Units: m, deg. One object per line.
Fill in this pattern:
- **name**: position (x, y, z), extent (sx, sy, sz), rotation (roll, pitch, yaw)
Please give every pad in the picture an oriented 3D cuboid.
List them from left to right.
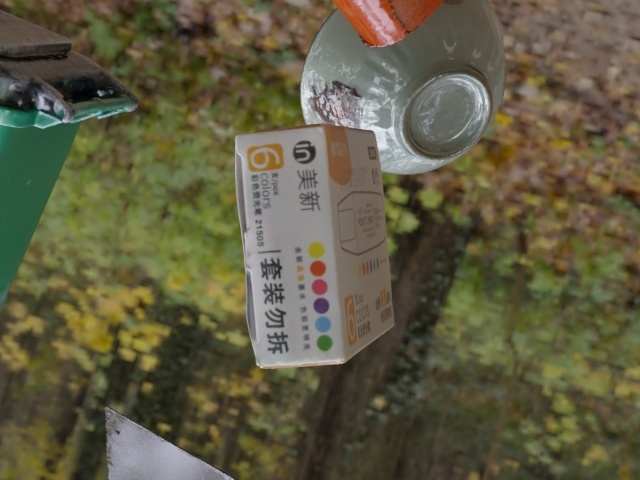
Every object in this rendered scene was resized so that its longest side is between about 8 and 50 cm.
- **pad**: position (-0.168, 0.316, 1.688), extent (0.220, 0.004, 0.330), rotation (28, 151, 8)

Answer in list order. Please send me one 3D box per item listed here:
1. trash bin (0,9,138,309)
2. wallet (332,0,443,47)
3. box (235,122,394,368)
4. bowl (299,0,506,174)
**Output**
- **trash bin**: position (-0.407, -0.060, 1.512), extent (0.295, 0.381, 0.259), rotation (24, -164, 11)
- **wallet**: position (0.027, -0.179, 0.566), extent (0.045, 0.142, 0.204), rotation (38, 180, 30)
- **box**: position (0.000, 0.000, 1.326), extent (0.091, 0.221, 0.274), rotation (-6, -176, 13)
- **bowl**: position (0.151, -0.214, 2.017), extent (0.337, 0.337, 0.157), rotation (23, -162, -34)
